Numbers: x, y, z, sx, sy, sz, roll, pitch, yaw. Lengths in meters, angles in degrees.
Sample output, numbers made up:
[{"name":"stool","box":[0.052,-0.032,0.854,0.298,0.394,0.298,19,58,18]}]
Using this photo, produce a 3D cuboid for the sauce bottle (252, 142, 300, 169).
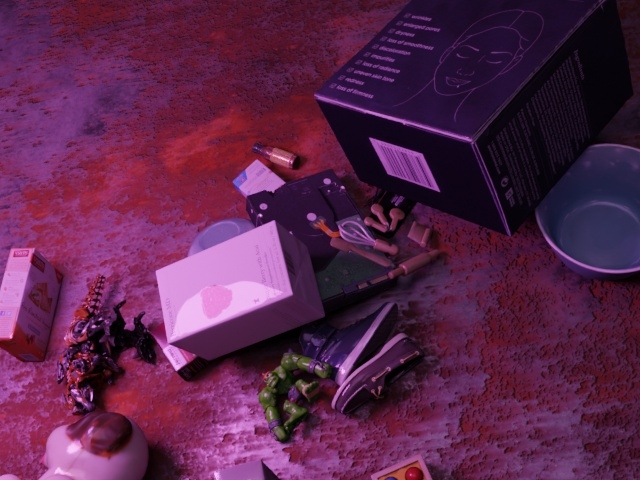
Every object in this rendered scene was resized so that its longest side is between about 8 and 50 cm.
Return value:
[{"name":"sauce bottle","box":[-0.115,-0.218,2.112,0.128,0.042,0.042,25,70,22]}]

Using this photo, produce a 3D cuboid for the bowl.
[{"name":"bowl","box":[0.619,-0.038,1.795,0.311,0.163,0.311,-5,63,9]}]

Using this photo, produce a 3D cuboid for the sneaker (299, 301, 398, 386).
[{"name":"sneaker","box":[0.054,0.195,1.835,0.163,0.086,0.226,29,66,28]}]

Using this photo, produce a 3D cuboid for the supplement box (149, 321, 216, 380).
[{"name":"supplement box","box":[-0.254,0.195,1.905,0.239,0.073,0.130,-37,62,-8]}]

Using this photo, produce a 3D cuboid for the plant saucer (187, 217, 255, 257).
[{"name":"plant saucer","box":[-0.236,0.002,1.988,0.195,0.037,0.195,-13,41,11]}]

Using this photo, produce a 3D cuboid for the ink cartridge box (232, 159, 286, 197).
[{"name":"ink cartridge box","box":[-0.143,-0.130,2.065,0.088,0.052,0.122,-43,62,-12]}]

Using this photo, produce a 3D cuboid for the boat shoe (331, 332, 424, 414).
[{"name":"boat shoe","box":[0.123,0.294,1.769,0.228,0.081,0.069,-41,58,-14]}]

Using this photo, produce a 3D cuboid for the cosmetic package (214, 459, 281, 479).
[{"name":"cosmetic package","box":[-0.121,0.523,1.612,0.107,0.238,0.127,-15,58,1]}]

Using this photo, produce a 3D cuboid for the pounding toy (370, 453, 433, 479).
[{"name":"pounding toy","box":[0.187,0.506,1.633,0.130,0.100,0.141,-24,60,-1]}]

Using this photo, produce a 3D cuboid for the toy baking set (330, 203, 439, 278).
[{"name":"toy baking set","box":[0.147,0.007,1.885,0.256,0.030,0.197,-28,62,-39]}]

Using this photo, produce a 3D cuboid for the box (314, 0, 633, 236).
[{"name":"box","box":[0.337,-0.324,1.836,0.472,0.297,0.480,-47,42,-16]}]

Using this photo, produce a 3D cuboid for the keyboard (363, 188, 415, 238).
[{"name":"keyboard","box":[0.176,-0.100,2.003,0.100,0.038,0.192,36,72,1]}]

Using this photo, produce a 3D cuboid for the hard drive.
[{"name":"hard drive","box":[0.000,0.000,1.926,0.237,0.064,0.339,-21,58,-20]}]

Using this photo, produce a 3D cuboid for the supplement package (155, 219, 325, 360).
[{"name":"supplement package","box":[-0.170,0.112,1.755,0.293,0.175,0.177,-23,63,15]}]

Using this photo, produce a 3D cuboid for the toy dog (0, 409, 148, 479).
[{"name":"toy dog","box":[-0.468,0.540,1.653,0.395,0.284,0.408,-3,60,10]}]

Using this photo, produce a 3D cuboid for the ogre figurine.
[{"name":"ogre figurine","box":[-0.067,0.324,1.786,0.118,0.097,0.197,38,119,34]}]

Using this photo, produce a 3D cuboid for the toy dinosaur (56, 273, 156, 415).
[{"name":"toy dinosaur","box":[-0.522,0.231,1.908,0.218,0.164,0.322,-15,81,22]}]

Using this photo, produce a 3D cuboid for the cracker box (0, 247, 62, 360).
[{"name":"cracker box","box":[-0.696,0.153,1.971,0.067,0.155,0.232,-2,63,10]}]
